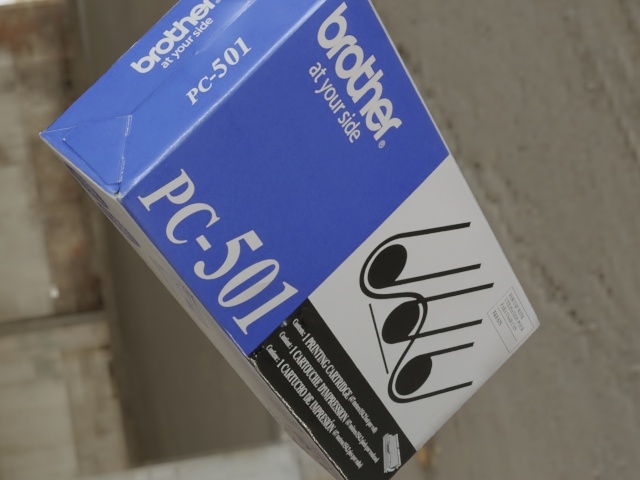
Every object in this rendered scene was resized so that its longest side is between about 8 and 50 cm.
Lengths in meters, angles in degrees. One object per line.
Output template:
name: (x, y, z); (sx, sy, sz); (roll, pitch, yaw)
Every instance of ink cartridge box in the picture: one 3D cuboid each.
ink cartridge box: (0.000, 0.000, 0.596); (0.046, 0.097, 0.207); (38, 168, 38)
